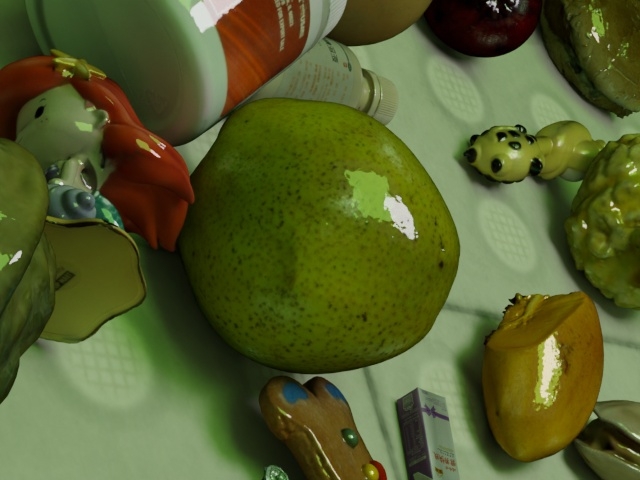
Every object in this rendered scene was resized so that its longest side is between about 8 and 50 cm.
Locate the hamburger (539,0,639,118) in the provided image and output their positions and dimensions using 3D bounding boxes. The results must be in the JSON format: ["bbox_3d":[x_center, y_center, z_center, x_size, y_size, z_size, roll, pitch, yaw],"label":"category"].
[{"bbox_3d":[0.440,-0.358,2.600,0.211,0.132,0.309,29,43,-36],"label":"hamburger"}]

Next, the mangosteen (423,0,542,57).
[{"bbox_3d":[0.228,-0.353,2.323,0.200,0.200,0.200,31,40,-30],"label":"mangosteen"}]

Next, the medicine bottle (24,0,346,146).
[{"bbox_3d":[-0.137,-0.255,1.646,0.252,0.252,0.241,51,56,-4],"label":"medicine bottle"}]

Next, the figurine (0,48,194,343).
[{"bbox_3d":[-0.222,-0.044,1.501,0.208,0.181,0.257,4,46,-3],"label":"figurine"}]

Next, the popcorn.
[{"bbox_3d":[0.468,-0.035,2.241,0.206,0.251,0.237,22,49,-35],"label":"popcorn"}]

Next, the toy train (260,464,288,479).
[{"bbox_3d":[-0.063,0.289,1.480,0.081,0.060,0.202,47,33,-10],"label":"toy train"}]

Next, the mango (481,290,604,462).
[{"bbox_3d":[0.266,0.161,1.936,0.154,0.126,0.252,58,37,-32],"label":"mango"}]

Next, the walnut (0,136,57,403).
[{"bbox_3d":[-0.335,0.011,1.220,0.282,0.253,0.277,42,41,-23],"label":"walnut"}]

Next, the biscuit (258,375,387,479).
[{"bbox_3d":[0.057,0.274,1.606,0.324,0.049,0.205,63,17,13],"label":"biscuit"}]

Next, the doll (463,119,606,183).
[{"bbox_3d":[0.304,-0.125,2.264,0.117,0.086,0.291,34,26,30],"label":"doll"}]

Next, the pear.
[{"bbox_3d":[0.000,0.000,1.629,0.294,0.294,0.294,31,40,-30],"label":"pear"}]

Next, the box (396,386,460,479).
[{"bbox_3d":[0.119,0.224,1.780,0.050,0.036,0.117,25,45,-36],"label":"box"}]

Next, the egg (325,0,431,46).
[{"bbox_3d":[-0.001,-0.412,1.959,0.374,0.301,0.301,61,34,-1],"label":"egg"}]

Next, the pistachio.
[{"bbox_3d":[0.415,0.270,2.026,0.223,0.126,0.152,23,11,-31],"label":"pistachio"}]

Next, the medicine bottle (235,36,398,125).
[{"bbox_3d":[-0.011,-0.187,1.915,0.252,0.114,0.114,13,51,-45],"label":"medicine bottle"}]
